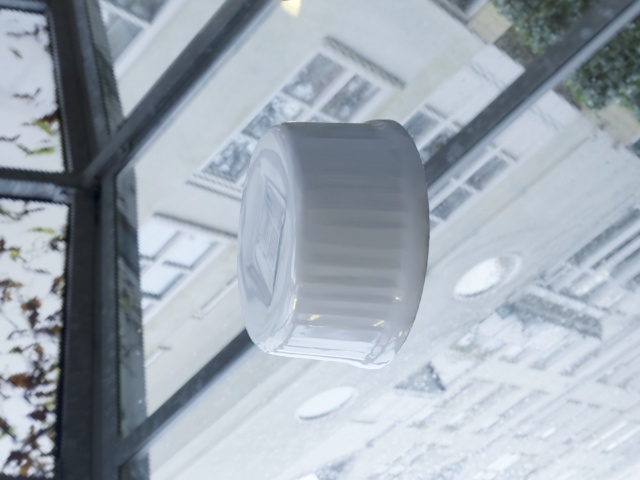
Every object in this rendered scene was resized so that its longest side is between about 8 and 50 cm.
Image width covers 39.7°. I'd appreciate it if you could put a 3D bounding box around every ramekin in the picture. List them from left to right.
[{"bbox_3d":[0.000,0.000,0.966,0.135,0.277,0.277,3,-139,-18],"label":"ramekin"}]
